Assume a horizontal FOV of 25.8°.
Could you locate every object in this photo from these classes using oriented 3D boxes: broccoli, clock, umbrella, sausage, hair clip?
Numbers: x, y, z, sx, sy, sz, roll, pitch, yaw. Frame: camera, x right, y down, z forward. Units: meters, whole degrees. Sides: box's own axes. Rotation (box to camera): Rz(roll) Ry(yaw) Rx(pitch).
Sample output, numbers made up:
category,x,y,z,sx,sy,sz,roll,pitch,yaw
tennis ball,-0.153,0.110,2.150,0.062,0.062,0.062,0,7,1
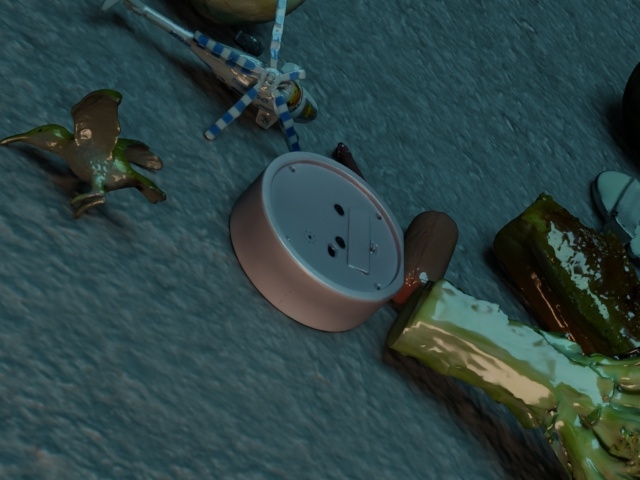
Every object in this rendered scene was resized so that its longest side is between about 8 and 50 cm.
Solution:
category,x,y,z,sx,sy,sz,roll,pitch,yaw
broccoli,0.242,0.180,1.506,0.361,0.252,0.221,8,6,7
clock,0.000,0.000,1.525,0.197,0.068,0.197,26,41,-25
umbrella,0.052,-0.052,1.660,0.027,0.025,0.165,-8,57,-26
sausage,0.120,0.019,1.626,0.062,0.062,0.154,39,36,-8
hair clip,0.449,-0.042,2.017,0.140,0.054,0.220,42,34,2

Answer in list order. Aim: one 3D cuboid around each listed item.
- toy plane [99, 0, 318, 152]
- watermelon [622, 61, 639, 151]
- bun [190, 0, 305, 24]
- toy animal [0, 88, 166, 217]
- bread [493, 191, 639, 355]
category,x,y,z,sx,sy,sz,roll,pitch,yaw
toy plane,-0.126,-0.205,1.605,0.273,0.107,0.182,12,89,-13
watermelon,0.569,-0.208,2.159,0.212,0.212,0.212,26,41,-25
bun,-0.101,-0.312,1.696,0.183,0.102,0.183,17,33,-11
toy animal,-0.231,-0.075,1.360,0.155,0.219,0.095,-9,75,-6
bread,0.384,0.099,1.759,0.380,0.109,0.185,52,43,7
